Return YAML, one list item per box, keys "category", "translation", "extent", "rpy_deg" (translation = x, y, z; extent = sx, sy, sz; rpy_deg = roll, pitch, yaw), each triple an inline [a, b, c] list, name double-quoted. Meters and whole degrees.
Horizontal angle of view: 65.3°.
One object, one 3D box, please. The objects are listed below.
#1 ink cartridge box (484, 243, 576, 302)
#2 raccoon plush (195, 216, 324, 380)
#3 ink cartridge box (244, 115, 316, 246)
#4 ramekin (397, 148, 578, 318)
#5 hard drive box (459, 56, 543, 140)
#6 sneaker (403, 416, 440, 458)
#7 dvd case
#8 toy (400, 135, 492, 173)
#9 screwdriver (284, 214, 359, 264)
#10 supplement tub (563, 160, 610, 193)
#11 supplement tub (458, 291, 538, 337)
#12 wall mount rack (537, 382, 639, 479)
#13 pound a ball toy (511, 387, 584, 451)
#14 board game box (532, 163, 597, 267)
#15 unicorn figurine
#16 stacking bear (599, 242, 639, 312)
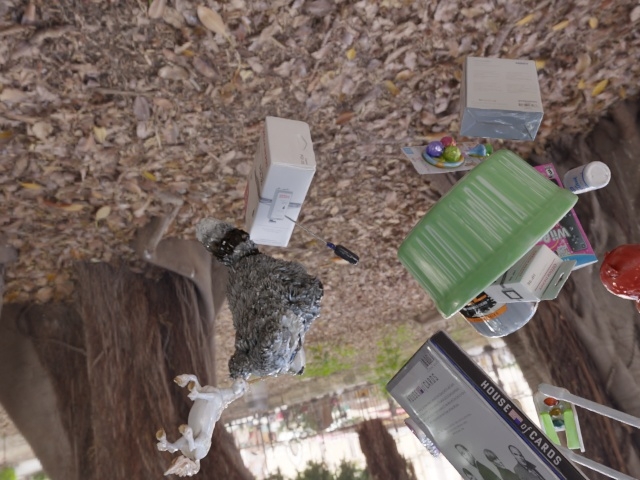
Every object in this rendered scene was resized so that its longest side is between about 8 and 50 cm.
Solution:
- category: "ink cartridge box"
  translation: [0.426, 0.070, 1.038]
  extent: [0.104, 0.060, 0.180]
  rpy_deg: [-51, -174, -17]
- category: "raccoon plush"
  translation: [-0.198, 0.142, 1.158]
  extent: [0.216, 0.446, 0.299]
  rpy_deg: [-66, 165, 19]
- category: "ink cartridge box"
  translation: [-0.117, -0.155, 1.329]
  extent: [0.117, 0.207, 0.283]
  rpy_deg: [7, 136, -18]
- category: "ramekin"
  translation: [0.278, -0.017, 0.884]
  extent: [0.303, 0.148, 0.303]
  rpy_deg: [-40, 167, -11]
- category: "hard drive box"
  translation: [0.451, -0.364, 1.267]
  extent: [0.181, 0.232, 0.089]
  rpy_deg: [7, 141, 9]
- category: "sneaker"
  translation: [0.324, 0.547, 1.442]
  extent: [0.104, 0.095, 0.236]
  rpy_deg: [-40, 138, -7]
- category: "dvd case"
  translation: [0.181, 0.224, 0.550]
  extent: [0.029, 0.239, 0.179]
  rpy_deg: [-33, 159, -26]
- category: "toy"
  translation: [0.352, -0.242, 1.341]
  extent: [0.237, 0.137, 0.056]
  rpy_deg: [-4, 129, -15]
- category: "screwdriver"
  translation: [0.000, 0.000, 0.973]
  extent: [0.170, 0.025, 0.024]
  rpy_deg: [28, -177, 2]
- category: "supplement tub"
  translation: [0.703, -0.165, 1.322]
  extent: [0.071, 0.071, 0.107]
  rpy_deg: [-12, 176, -5]
- category: "supplement tub"
  translation: [0.379, 0.076, 1.249]
  extent: [0.316, 0.193, 0.193]
  rpy_deg: [45, 133, -15]
- category: "wall mount rack"
  translation: [0.517, 0.293, 0.759]
  extent: [0.304, 0.130, 0.350]
  rpy_deg: [-18, 126, 13]
- category: "pound a ball toy"
  translation: [0.804, 0.637, 1.792]
  extent: [0.208, 0.136, 0.319]
  rpy_deg: [-16, 127, 19]
- category: "board game box"
  translation: [0.595, -0.046, 1.396]
  extent: [0.224, 0.303, 0.097]
  rpy_deg: [-13, 165, -16]
- category: "unicorn figurine"
  translation: [-0.146, 0.217, 0.637]
  extent: [0.060, 0.162, 0.111]
  rpy_deg: [12, 152, 32]
- category: "stacking bear"
  translation: [0.674, 0.107, 0.935]
  extent: [0.175, 0.289, 0.164]
  rpy_deg: [-34, 154, -51]
